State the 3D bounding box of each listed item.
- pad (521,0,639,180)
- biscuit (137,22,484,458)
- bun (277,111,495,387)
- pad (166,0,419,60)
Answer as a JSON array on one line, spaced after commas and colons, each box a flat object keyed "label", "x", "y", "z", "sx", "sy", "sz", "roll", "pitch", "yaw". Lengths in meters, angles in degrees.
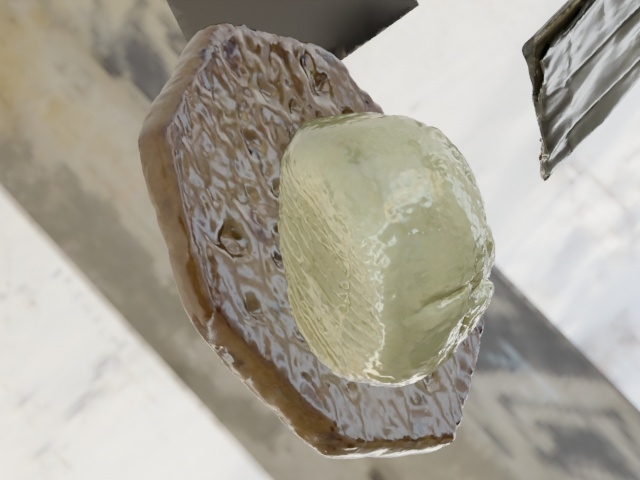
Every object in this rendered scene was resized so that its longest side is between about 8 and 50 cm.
[{"label": "pad", "x": 0.233, "y": -0.157, "z": 1.628, "sx": 0.174, "sy": 0.022, "sz": 0.233, "roll": -47, "pitch": 157, "yaw": -13}, {"label": "biscuit", "x": 0.000, "y": 0.000, "z": 1.453, "sx": 0.046, "sy": 0.359, "sz": 0.359, "roll": -26, "pitch": 178, "yaw": 33}, {"label": "bun", "x": 0.040, "y": 0.002, "z": 1.172, "sx": 0.111, "sy": 0.164, "sz": 0.188, "roll": -22, "pitch": 139, "yaw": -21}, {"label": "pad", "x": -0.076, "y": -0.314, "z": 1.814, "sx": 0.247, "sy": 0.367, "sz": 0.007, "roll": -33, "pitch": 169, "yaw": 34}]
